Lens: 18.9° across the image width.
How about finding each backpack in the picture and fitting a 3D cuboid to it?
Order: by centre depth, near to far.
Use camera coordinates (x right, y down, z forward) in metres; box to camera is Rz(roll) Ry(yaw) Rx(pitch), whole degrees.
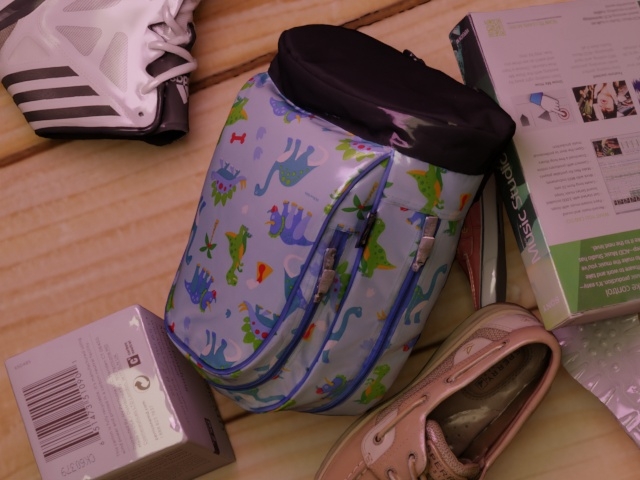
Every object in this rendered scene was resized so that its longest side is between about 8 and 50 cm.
[{"bbox_3d":[0.000,0.000,1.879,0.290,0.273,0.355,37,126,44],"label":"backpack"}]

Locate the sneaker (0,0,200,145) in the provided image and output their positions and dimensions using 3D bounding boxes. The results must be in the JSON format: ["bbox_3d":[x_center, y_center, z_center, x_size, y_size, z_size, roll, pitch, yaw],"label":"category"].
[{"bbox_3d":[-0.144,-0.253,2.051,0.447,0.169,0.257,-30,82,13],"label":"sneaker"}]

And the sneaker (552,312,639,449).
[{"bbox_3d":[0.305,0.140,1.887,0.090,0.095,0.235,-34,53,8],"label":"sneaker"}]

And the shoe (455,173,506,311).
[{"bbox_3d":[0.144,-0.002,1.964,0.081,0.063,0.178,-5,72,14],"label":"shoe"}]

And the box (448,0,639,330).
[{"bbox_3d":[0.281,-0.084,1.893,0.232,0.058,0.322,-9,72,-24],"label":"box"}]

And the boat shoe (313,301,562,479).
[{"bbox_3d":[0.102,0.206,1.872,0.122,0.110,0.341,37,93,-16],"label":"boat shoe"}]

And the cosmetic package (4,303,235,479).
[{"bbox_3d":[-0.199,0.174,1.936,0.151,0.184,0.151,-24,74,7],"label":"cosmetic package"}]
